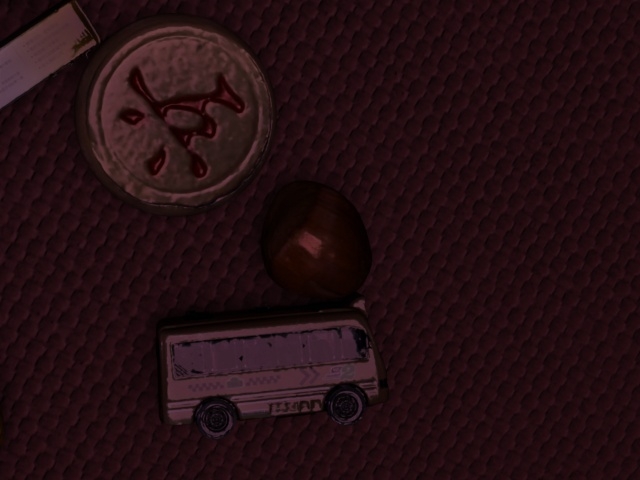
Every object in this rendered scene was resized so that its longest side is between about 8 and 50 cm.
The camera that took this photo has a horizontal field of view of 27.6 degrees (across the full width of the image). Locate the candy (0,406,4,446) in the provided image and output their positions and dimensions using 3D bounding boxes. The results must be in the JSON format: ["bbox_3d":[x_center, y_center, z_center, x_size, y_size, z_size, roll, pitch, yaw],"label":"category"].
[{"bbox_3d":[-0.496,0.246,1.537,0.260,0.118,0.259,-23,121,-45],"label":"candy"}]

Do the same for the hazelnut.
[{"bbox_3d":[0.000,0.000,1.634,0.150,0.150,0.150,-2,98,-11],"label":"hazelnut"}]

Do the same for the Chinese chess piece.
[{"bbox_3d":[-0.178,-0.154,1.605,0.250,0.103,0.249,-2,99,-13],"label":"Chinese chess piece"}]

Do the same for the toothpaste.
[{"bbox_3d":[-0.409,-0.179,1.562,0.313,0.089,0.071,-35,110,-5],"label":"toothpaste"}]

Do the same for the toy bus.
[{"bbox_3d":[-0.064,0.156,1.653,0.290,0.139,0.157,-5,94,-7],"label":"toy bus"}]
